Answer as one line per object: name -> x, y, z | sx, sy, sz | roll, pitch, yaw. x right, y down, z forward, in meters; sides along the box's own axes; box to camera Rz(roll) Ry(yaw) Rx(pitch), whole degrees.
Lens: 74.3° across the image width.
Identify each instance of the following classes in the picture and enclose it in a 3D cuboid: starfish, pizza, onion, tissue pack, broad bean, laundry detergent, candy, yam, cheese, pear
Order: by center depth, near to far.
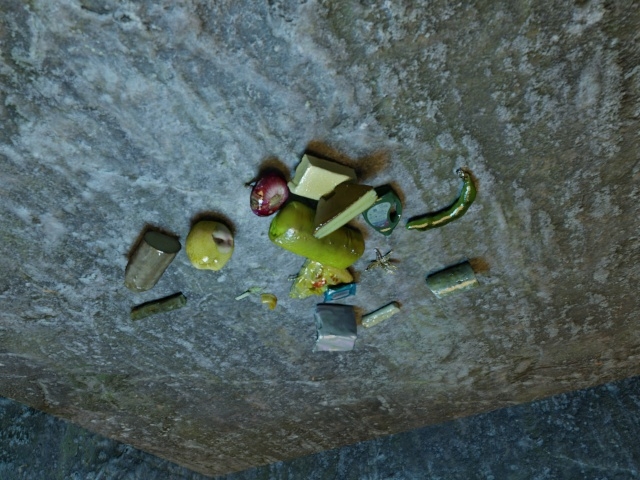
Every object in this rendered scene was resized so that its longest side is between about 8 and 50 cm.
onion -> -0.184, -0.158, 1.342 | 0.150, 0.140, 0.150 | -38, 147, -30
pear -> -0.381, 0.021, 1.449 | 0.178, 0.178, 0.178 | -2, 135, -2
laundry detergent -> 0.221, -0.089, 1.462 | 0.137, 0.063, 0.211 | -23, 133, 9
broad bean -> 0.434, -0.114, 1.469 | 0.144, 0.049, 0.292 | 27, 125, -20
yam -> -0.610, 0.076, 1.515 | 0.129, 0.128, 0.238 | 42, 119, 3
starfish -> 0.231, 0.086, 1.655 | 0.130, 0.041, 0.133 | -21, 107, 9
tissue pack -> 0.077, 0.206, 1.683 | 0.138, 0.028, 0.085 | -11, 140, -11
pizza -> -0.013, 0.174, 1.697 | 0.280, 0.075, 0.288 | 33, 123, -31
yam -> 0.535, 0.169, 1.716 | 0.194, 0.107, 0.107 | -22, 133, 18
yam -> -0.680, 0.281, 1.764 | 0.253, 0.061, 0.061 | -17, 134, 13
candy -> 0.063, 0.386, 1.844 | 0.195, 0.185, 0.137 | 5, 139, -10
cheese -> 0.272, 0.339, 1.910 | 0.194, 0.043, 0.065 | -32, 128, 24

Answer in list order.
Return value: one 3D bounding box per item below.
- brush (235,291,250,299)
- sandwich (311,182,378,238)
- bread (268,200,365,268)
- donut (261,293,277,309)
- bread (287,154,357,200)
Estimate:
brush -> -0.327, 0.232, 1.774 | 0.084, 0.013, 0.016 | -28, 126, 31
sandwich -> 0.064, -0.105, 1.318 | 0.244, 0.088, 0.090 | -36, 147, 15
bread -> 0.000, 0.000, 1.447 | 0.383, 0.112, 0.166 | 25, 112, -39
donut -> -0.219, 0.265, 1.799 | 0.067, 0.038, 0.083 | -1, 134, -8
bread -> 0.008, -0.188, 1.318 | 0.188, 0.068, 0.125 | 11, 132, -31
